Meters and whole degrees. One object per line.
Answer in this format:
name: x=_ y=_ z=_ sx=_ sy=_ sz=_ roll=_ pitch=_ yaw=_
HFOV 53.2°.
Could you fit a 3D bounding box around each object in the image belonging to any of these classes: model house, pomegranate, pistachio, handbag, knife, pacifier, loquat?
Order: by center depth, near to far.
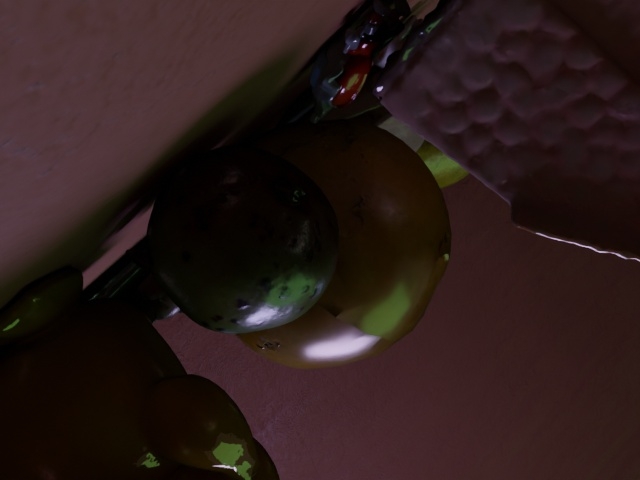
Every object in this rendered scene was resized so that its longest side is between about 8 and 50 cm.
model house: x=0.206 y=-0.136 z=0.435 sx=0.237 sy=0.237 sz=0.202 roll=-48 pitch=-175 yaw=31
pomegranate: x=-0.060 y=0.001 z=0.441 sx=0.129 sy=0.129 sz=0.159 roll=-44 pitch=-163 yaw=-27
loquat: x=0.000 y=0.000 z=0.592 sx=0.235 sy=0.235 sz=0.235 roll=-41 pitch=-175 yaw=5
knife: x=0.002 y=-0.144 z=0.616 sx=0.072 sy=0.019 sz=0.245 roll=-42 pitch=-173 yaw=-22
pacifier: x=0.104 y=-0.211 z=0.737 sx=0.081 sy=0.078 sz=0.099 roll=-65 pitch=-167 yaw=-19
handbag: x=-0.217 y=0.072 z=0.749 sx=0.247 sy=0.079 sz=0.260 roll=-42 pitch=-174 yaw=-4
pistachio: x=0.040 y=-0.130 z=0.802 sx=0.223 sy=0.126 sz=0.152 roll=-32 pitch=178 yaw=-12

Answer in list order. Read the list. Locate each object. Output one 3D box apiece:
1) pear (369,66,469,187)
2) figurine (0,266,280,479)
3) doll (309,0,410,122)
pear: x=0.169 y=-0.201 z=1.095 sx=0.307 sy=0.252 sz=0.253 roll=-30 pitch=180 yaw=-23
figurine: x=-0.139 y=0.142 z=0.446 sx=0.215 sy=0.228 sz=0.215 roll=-27 pitch=164 yaw=-8
doll: x=0.017 y=-0.124 z=0.449 sx=0.114 sy=0.039 sz=0.057 roll=-47 pitch=-158 yaw=42
